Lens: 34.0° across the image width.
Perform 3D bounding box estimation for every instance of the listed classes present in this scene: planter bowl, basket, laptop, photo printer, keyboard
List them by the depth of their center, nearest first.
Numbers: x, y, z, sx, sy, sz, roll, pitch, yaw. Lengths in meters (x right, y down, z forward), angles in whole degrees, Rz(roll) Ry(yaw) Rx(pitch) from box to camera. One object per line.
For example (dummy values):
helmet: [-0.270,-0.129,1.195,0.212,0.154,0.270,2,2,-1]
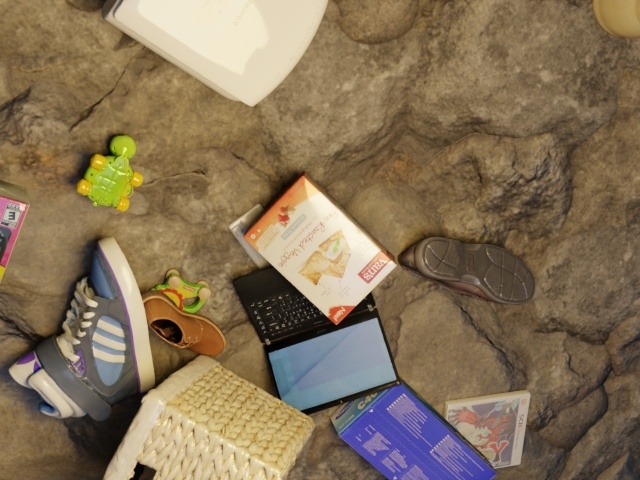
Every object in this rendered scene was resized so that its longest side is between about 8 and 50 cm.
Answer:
photo printer: [-0.150,-0.375,1.655,0.307,0.107,0.256,32,98,-29]
basket: [-0.210,0.421,1.837,0.266,0.331,0.328,28,100,5]
laptop: [-0.006,0.168,1.929,0.234,0.137,0.264,-19,126,4]
planter bowl: [0.606,-0.450,1.950,0.162,0.109,0.162,-8,113,-18]
keyboard: [-0.076,0.045,1.955,0.072,0.014,0.256,-39,120,-8]

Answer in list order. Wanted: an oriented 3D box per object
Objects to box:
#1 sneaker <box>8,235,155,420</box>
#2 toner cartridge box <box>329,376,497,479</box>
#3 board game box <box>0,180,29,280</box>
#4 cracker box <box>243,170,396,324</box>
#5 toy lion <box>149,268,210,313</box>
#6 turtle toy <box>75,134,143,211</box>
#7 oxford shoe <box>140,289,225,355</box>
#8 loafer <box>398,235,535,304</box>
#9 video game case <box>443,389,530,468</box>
sneaker: [-0.424,0.166,1.802,0.236,0.130,0.323,-17,122,-18]
toner cartridge box: [0.195,0.424,2.164,0.165,0.075,0.348,-43,116,4]
board game box: [-0.628,0.032,1.690,0.224,0.097,0.303,18,105,-26]
cracker box: [0.000,0.013,1.856,0.232,0.067,0.156,43,100,-8]
toy lion: [-0.263,0.106,1.899,0.100,0.034,0.096,23,109,-28]
turtle toy: [-0.348,-0.115,1.750,0.095,0.066,0.130,26,100,-28]
oxford shoe: [-0.247,0.170,1.891,0.076,0.076,0.212,-40,134,16]
loafer: [0.289,0.058,2.069,0.302,0.095,0.109,17,74,-31]
video game case: [0.353,0.419,2.268,0.201,0.023,0.183,-5,113,-19]
